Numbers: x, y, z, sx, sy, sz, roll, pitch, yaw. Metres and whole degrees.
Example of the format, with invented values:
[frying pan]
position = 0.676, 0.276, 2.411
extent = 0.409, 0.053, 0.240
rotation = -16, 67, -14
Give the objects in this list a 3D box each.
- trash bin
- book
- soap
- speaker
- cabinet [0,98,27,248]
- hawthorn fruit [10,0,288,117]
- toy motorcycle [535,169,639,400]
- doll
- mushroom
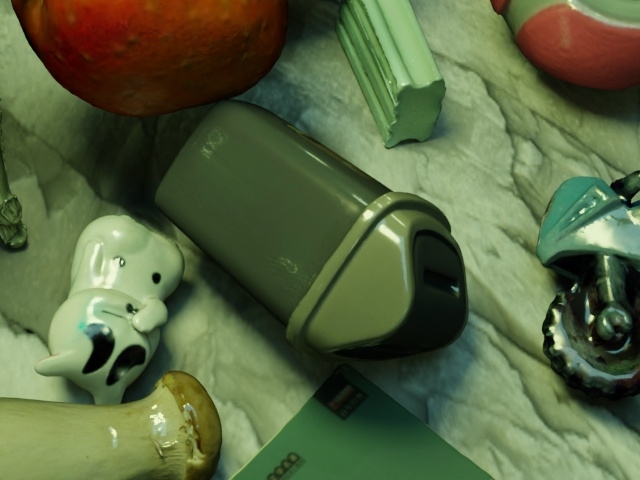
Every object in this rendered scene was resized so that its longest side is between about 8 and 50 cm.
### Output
[trash bin]
position = 0.000, 0.000, 1.088
extent = 0.290, 0.209, 0.182
rotation = 37, 99, 25
[book]
position = 0.083, 0.307, 1.003
extent = 0.379, 0.031, 0.264
rotation = 37, 58, 17
[soap]
position = 0.079, -0.220, 1.310
extent = 0.063, 0.114, 0.198
rotation = -11, 59, -14
[speaker]
position = 0.345, -0.312, 1.311
extent = 0.294, 0.294, 0.294
rotation = 3, 56, -4
[cabinet]
position = -0.428, -0.173, 1.099
extent = 0.227, 0.318, 0.290
rotation = -12, 58, -12
[hawthorn fruit]
position = -0.184, -0.259, 1.054
extent = 0.330, 0.287, 0.287
rotation = -15, 55, -47
[toy motorcycle]
position = 0.397, 0.004, 1.158
extent = 0.416, 0.172, 0.232
rotation = -19, 66, -8
[doll]
position = -0.200, 0.063, 1.090
extent = 0.110, 0.107, 0.181
rotation = 33, 45, -28
[mushroom]
position = -0.258, 0.191, 0.982
extent = 0.350, 0.128, 0.128
rotation = -7, 57, -19
